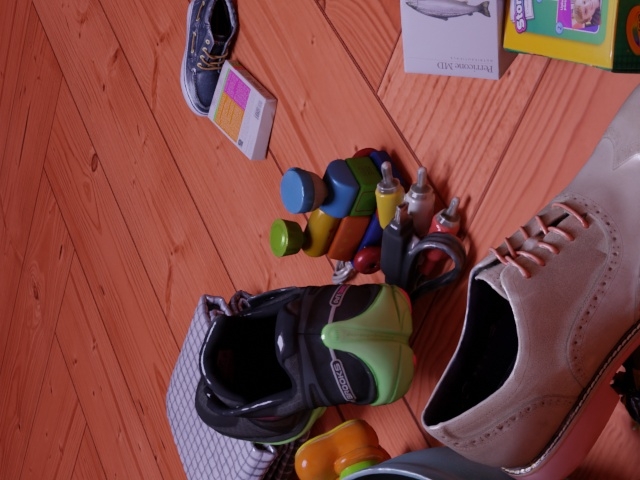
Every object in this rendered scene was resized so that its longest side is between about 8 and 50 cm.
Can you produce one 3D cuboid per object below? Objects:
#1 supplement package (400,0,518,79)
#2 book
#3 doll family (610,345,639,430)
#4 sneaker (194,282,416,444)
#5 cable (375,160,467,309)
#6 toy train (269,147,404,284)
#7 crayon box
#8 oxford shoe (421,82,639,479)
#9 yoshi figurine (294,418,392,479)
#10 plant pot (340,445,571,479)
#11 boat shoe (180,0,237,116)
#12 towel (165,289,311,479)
[{"bbox_3d":[0.141,-0.263,1.371,0.105,0.105,0.179,7,122,22],"label":"supplement package"},{"bbox_3d":[-0.112,-0.191,2.023,0.144,0.035,0.096,49,132,48],"label":"book"},{"bbox_3d":[0.289,0.133,1.271,0.193,0.076,0.111,-168,71,-66],"label":"doll family"},{"bbox_3d":[-0.063,0.136,1.667,0.483,0.202,0.185,144,129,-61],"label":"sneaker"},{"bbox_3d":[0.110,0.045,1.637,0.139,0.072,0.287,31,139,25],"label":"cable"},{"bbox_3d":[0.000,0.000,1.715,0.105,0.143,0.248,63,145,37],"label":"toy train"},{"bbox_3d":[0.254,-0.299,1.259,0.165,0.081,0.278,27,118,59],"label":"crayon box"},{"bbox_3d":[0.221,0.024,1.211,0.140,0.146,0.397,30,98,62],"label":"oxford shoe"},{"bbox_3d":[0.082,0.396,1.556,0.362,0.203,0.203,55,136,33],"label":"yoshi figurine"},{"bbox_3d":[0.158,0.324,1.361,0.293,0.196,0.293,16,115,38],"label":"plant pot"},{"bbox_3d":[-0.165,-0.276,2.072,0.083,0.065,0.183,11,102,63],"label":"boat shoe"},{"bbox_3d":[-0.115,0.248,2.003,0.284,0.121,0.235,64,143,37],"label":"towel"}]
